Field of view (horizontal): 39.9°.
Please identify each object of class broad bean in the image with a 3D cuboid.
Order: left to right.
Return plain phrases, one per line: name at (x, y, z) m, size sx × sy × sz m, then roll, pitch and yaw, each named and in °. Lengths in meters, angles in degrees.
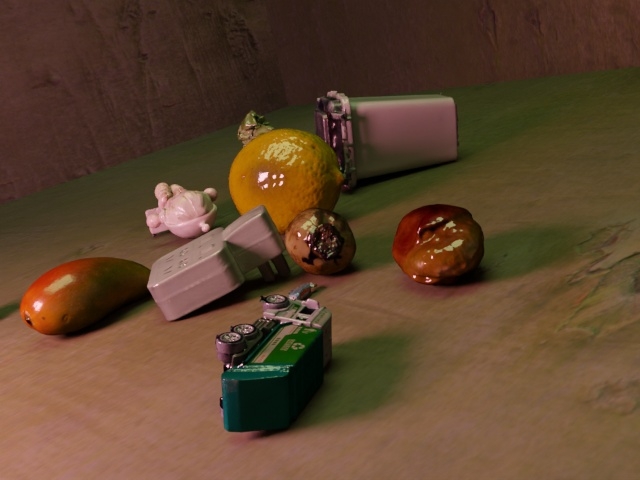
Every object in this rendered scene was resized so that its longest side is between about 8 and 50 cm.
broad bean at (0.200, 0.005, 1.519) m, size 0.156 × 0.122 × 0.228 m, roll -11°, pitch 12°, yaw -1°

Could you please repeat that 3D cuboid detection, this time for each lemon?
lemon at (-0.079, -0.136, 2.037) m, size 0.267 × 0.267 × 0.267 m, roll -12°, pitch 15°, yaw 3°

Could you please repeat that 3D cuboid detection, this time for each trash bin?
trash bin at (0.183, -0.289, 2.411) m, size 0.367 × 0.256 × 0.296 m, roll -7°, pitch 12°, yaw -8°

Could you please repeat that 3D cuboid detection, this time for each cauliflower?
cauliflower at (-0.152, -0.235, 2.424) m, size 0.275 × 0.250 × 0.272 m, roll -29°, pitch 1°, yaw 37°

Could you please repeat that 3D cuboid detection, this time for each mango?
mango at (-0.454, 0.099, 1.726) m, size 0.146 × 0.129 × 0.289 m, roll -6°, pitch 8°, yaw 30°

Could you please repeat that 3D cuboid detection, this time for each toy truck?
toy truck at (-0.063, 0.164, 1.193) m, size 0.124 × 0.114 × 0.253 m, roll 8°, pitch 22°, yaw 20°

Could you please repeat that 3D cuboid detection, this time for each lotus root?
lotus root at (0.000, 0.000, 1.696) m, size 0.138 × 0.139 × 0.214 m, roll -12°, pitch 7°, yaw 2°

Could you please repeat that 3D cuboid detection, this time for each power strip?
power strip at (-0.190, 0.055, 1.714) m, size 0.261 × 0.141 × 0.229 m, roll -28°, pitch 15°, yaw -1°

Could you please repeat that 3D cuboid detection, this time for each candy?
candy at (-0.038, 0.094, 1.582) m, size 0.030 × 0.020 × 0.083 m, roll 0°, pitch 21°, yaw 40°

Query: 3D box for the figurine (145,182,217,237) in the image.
figurine at (-0.353, -0.067, 2.244) m, size 0.181 × 0.145 × 0.256 m, roll 3°, pitch 5°, yaw -24°
